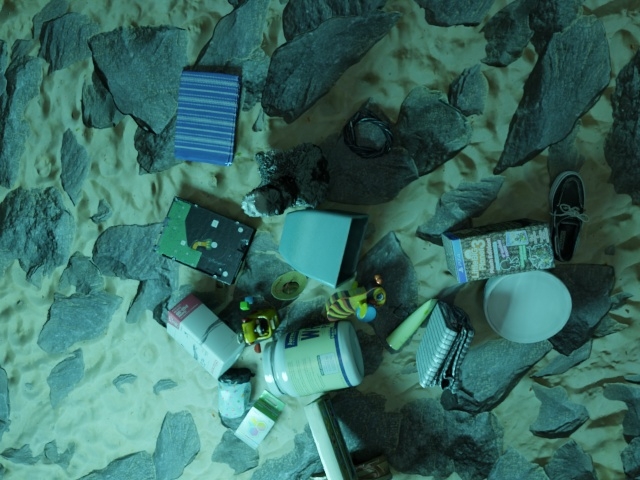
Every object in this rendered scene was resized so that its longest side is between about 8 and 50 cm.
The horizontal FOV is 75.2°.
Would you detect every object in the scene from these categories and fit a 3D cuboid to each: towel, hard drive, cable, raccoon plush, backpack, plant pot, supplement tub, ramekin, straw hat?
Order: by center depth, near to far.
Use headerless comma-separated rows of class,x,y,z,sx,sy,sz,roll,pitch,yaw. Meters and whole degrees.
raccoon plush,-0.179,-0.211,1.364,0.299,0.446,0.216,7,104,34
towel,0.428,0.356,1.416,0.121,0.283,0.235,20,101,5
ramekin,0.687,0.202,1.420,0.273,0.127,0.272,2,107,8
plant pot,0.000,0.000,1.466,0.252,0.247,0.247,16,100,17
cable,0.171,-0.368,1.483,0.184,0.047,0.150,43,101,1
supplement tub,-0.023,0.436,1.520,0.325,0.235,0.235,-15,95,10
towel,-0.428,-0.462,1.576,0.243,0.040,0.335,9,96,9
straw hat,-0.110,0.187,1.588,0.145,0.144,0.061,-15,133,10
hard drive,-0.445,-0.001,1.597,0.339,0.064,0.236,21,88,5
backpack,-0.347,0.606,1.655,0.152,0.115,0.181,3,100,6

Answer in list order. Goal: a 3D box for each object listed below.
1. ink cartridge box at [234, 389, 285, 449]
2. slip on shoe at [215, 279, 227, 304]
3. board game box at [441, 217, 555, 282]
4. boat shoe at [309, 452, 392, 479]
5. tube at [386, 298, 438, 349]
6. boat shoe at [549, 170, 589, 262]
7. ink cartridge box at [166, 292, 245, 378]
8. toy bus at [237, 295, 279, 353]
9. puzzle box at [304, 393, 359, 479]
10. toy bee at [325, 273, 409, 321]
ink cartridge box,-0.245,0.724,1.680,0.109,0.062,0.209,35,101,4
slip on shoe,-0.395,0.189,1.645,0.052,0.041,0.135,7,98,8
board game box,0.572,0.028,1.377,0.291,0.232,0.141,-11,95,10
boat shoe,0.113,0.898,1.628,0.325,0.123,0.116,-11,76,6
tube,0.341,0.300,1.527,0.062,0.070,0.240,36,104,-13
boat shoe,0.824,-0.078,1.388,0.113,0.105,0.306,10,99,7
ink cartridge box,-0.438,0.364,1.573,0.283,0.117,0.207,41,142,9
toy bus,-0.221,0.320,1.563,0.104,0.202,0.191,-12,139,10
puzzle box,0.057,0.763,1.470,0.052,0.272,0.408,-22,74,4
toy bee,0.165,0.198,1.500,0.298,0.195,0.162,-11,115,-27
